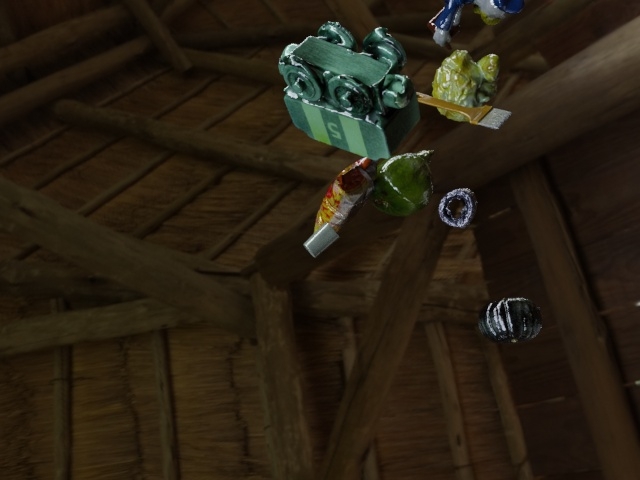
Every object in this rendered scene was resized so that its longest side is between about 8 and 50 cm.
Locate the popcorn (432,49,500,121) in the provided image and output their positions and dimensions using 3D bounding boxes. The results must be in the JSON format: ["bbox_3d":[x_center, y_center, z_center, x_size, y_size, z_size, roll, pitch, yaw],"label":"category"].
[{"bbox_3d":[0.403,-0.427,1.693,0.198,0.212,0.198,35,-137,-41],"label":"popcorn"}]

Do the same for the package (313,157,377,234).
[{"bbox_3d":[0.073,-0.117,1.802,0.108,0.288,0.223,35,-132,11],"label":"package"}]

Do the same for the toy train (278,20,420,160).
[{"bbox_3d":[0.059,-0.299,1.247,0.167,0.299,0.238,-50,-34,-20],"label":"toy train"}]

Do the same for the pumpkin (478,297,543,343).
[{"bbox_3d":[0.675,0.284,2.210,0.220,0.220,0.162,6,-112,-42],"label":"pumpkin"}]

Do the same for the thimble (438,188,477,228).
[{"bbox_3d":[0.368,-0.088,1.662,0.066,0.095,0.104,-19,-63,-64],"label":"thimble"}]

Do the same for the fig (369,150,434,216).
[{"bbox_3d":[0.261,-0.203,1.893,0.203,0.203,0.235,36,-111,-25],"label":"fig"}]

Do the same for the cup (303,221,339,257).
[{"bbox_3d":[-0.003,-0.003,1.598,0.083,0.075,0.054,-42,-61,-6],"label":"cup"}]

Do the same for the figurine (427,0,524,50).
[{"bbox_3d":[0.363,-0.625,1.635,0.204,0.338,0.284,-48,-32,-36],"label":"figurine"}]

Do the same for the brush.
[{"bbox_3d":[0.335,-0.334,1.556,0.272,0.013,0.103,23,-138,25],"label":"brush"}]
